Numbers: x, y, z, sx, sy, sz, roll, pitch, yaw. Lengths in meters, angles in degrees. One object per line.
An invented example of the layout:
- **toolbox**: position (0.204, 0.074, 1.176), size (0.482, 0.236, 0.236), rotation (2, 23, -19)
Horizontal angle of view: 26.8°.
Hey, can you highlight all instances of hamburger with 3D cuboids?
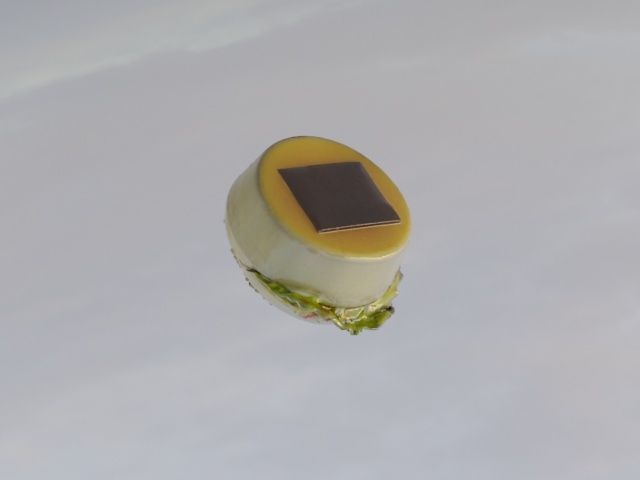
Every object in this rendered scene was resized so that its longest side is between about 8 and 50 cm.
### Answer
- **hamburger**: position (0.000, 0.000, 0.888), size (0.126, 0.141, 0.081), rotation (-27, 156, -46)
